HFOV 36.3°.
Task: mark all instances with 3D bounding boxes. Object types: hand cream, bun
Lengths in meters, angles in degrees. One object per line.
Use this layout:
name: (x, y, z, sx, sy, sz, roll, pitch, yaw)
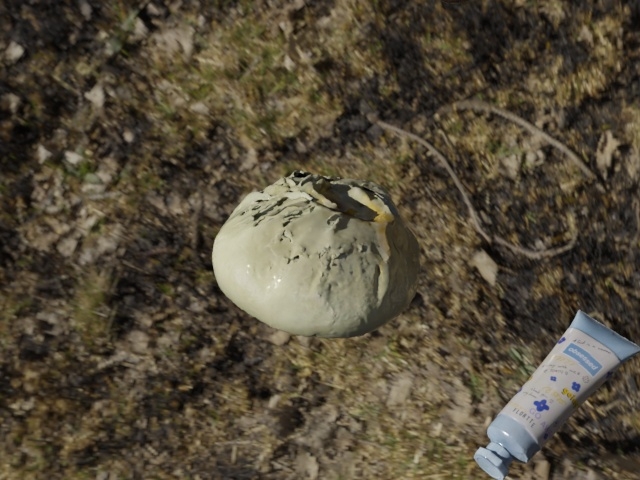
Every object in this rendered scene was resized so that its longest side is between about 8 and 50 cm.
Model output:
hand cream: (0.195, 0.132, 0.824, 0.065, 0.043, 0.171, 35, 65, 30)
bun: (0.000, 0.000, 1.247, 0.287, 0.287, 0.146, 27, 129, 24)

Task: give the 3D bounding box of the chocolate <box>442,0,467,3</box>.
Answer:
chocolate: (0.113, -0.268, 0.873, 0.080, 0.149, 0.125, -17, 85, 26)
